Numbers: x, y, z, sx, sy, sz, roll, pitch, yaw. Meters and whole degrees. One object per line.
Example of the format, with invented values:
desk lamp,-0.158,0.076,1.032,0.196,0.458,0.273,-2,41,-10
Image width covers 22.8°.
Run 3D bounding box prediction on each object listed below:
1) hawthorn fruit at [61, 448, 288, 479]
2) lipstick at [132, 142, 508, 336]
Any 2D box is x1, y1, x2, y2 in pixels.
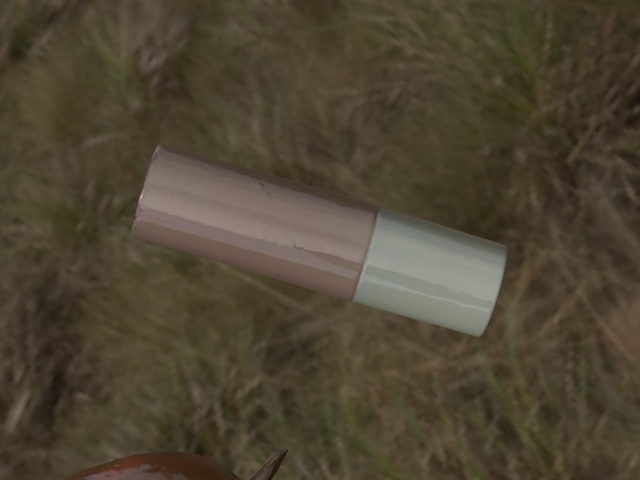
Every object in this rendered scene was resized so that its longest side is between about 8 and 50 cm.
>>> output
hawthorn fruit,-0.116,0.285,1.271,0.298,0.277,0.277,-48,30,-13
lipstick,0.000,0.000,1.113,0.070,0.254,0.070,-164,90,-90
